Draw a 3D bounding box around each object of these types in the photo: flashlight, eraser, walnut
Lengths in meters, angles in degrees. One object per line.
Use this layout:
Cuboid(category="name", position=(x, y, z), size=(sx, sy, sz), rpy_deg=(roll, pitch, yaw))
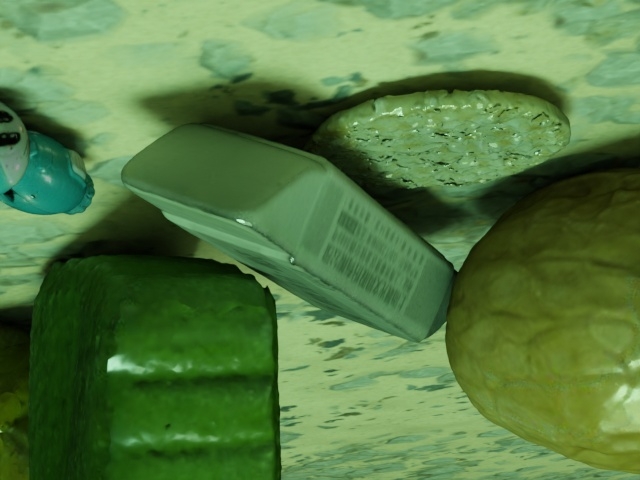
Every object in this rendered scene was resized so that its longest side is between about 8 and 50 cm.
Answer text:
Cuboid(category="flashlight", position=(-0.155, -0.038, 0.847), size=(0.051, 0.051, 0.129), rpy_deg=(-11, 168, 13))
Cuboid(category="eraser", position=(0.000, 0.000, 0.958), size=(0.089, 0.061, 0.352), rpy_deg=(18, 173, 24))
Cuboid(category="walnut", position=(0.184, 0.047, 1.010), size=(0.221, 0.195, 0.195), rpy_deg=(7, 176, 41))

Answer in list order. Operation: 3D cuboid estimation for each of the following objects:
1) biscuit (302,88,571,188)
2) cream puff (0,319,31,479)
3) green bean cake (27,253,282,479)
Cuboid(category="biscuit", position=(0.063, -0.055, 0.911), size=(0.152, 0.020, 0.152), rpy_deg=(-3, 166, -1))
Cuboid(category="cream puff", position=(-0.223, 0.161, 1.214), size=(0.244, 0.196, 0.244), rpy_deg=(-6, 161, -2))
Cuboid(category="green bean cake", position=(-0.104, 0.133, 1.025), size=(0.124, 0.248, 0.222), rpy_deg=(2, -178, -22))
